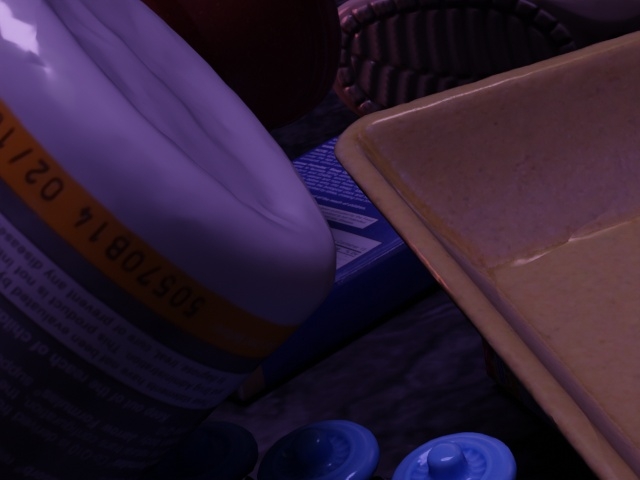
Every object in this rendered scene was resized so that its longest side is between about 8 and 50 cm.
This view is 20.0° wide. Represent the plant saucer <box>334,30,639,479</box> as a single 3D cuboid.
[{"bbox_3d":[0.216,0.021,0.639,0.332,0.081,0.333,-18,36,-15],"label":"plant saucer"}]

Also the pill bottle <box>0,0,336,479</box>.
[{"bbox_3d":[-0.142,0.046,0.581,0.278,0.162,0.162,-44,21,11],"label":"pill bottle"}]

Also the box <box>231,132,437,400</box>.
[{"bbox_3d":[0.000,0.000,0.900,0.225,0.037,0.136,-31,30,-33],"label":"box"}]

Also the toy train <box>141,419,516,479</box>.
[{"bbox_3d":[-0.005,0.115,0.594,0.184,0.080,0.105,-1,34,30],"label":"toy train"}]

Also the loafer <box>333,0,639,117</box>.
[{"bbox_3d":[0.136,-0.112,1.025,0.268,0.102,0.092,-1,23,3],"label":"loafer"}]

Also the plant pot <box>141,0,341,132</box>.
[{"bbox_3d":[-0.174,-0.054,0.794,0.272,0.272,0.265,10,55,41],"label":"plant pot"}]

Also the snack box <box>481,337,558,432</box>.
[{"bbox_3d":[0.150,0.036,0.744,0.141,0.037,0.100,-20,25,-17],"label":"snack box"}]
